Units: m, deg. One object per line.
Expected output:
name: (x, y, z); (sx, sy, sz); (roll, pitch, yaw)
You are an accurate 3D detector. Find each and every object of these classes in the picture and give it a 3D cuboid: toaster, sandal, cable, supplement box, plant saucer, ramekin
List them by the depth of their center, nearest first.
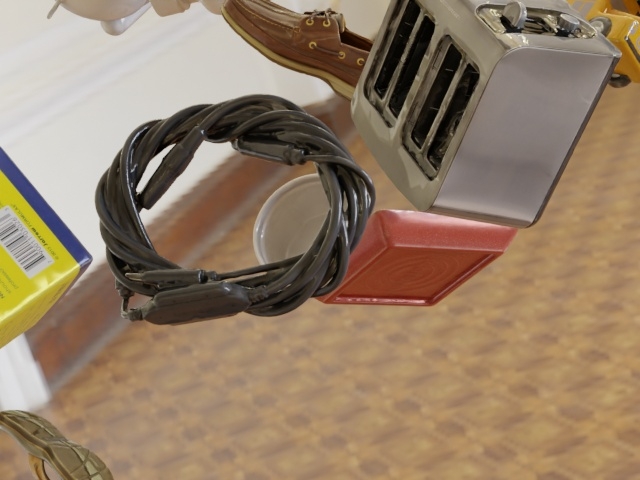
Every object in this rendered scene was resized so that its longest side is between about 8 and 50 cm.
cable: (-0.054, -0.023, 0.917); (0.184, 0.150, 0.047); (-12, -25, 14)
toaster: (0.117, -0.111, 1.074); (0.110, 0.185, 0.168); (6, 32, -28)
sandal: (-0.286, 0.239, 1.520); (0.180, 0.049, 0.072); (29, 9, 34)
supplement box: (-0.488, 0.075, 1.716); (0.356, 0.195, 0.194); (-39, -1, -39)
plant saucer: (0.133, 0.037, 2.111); (0.259, 0.047, 0.258); (2, -27, -31)
ramekin: (0.000, 0.000, 2.425); (0.207, 0.109, 0.207); (-10, 62, 20)

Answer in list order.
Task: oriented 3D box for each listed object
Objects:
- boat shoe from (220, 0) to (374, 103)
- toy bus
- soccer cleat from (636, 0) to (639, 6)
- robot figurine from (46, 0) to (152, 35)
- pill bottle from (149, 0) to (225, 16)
boat shoe: (0.000, -0.175, 1.230); (0.178, 0.060, 0.064); (28, 28, -5)
toy bus: (0.370, -0.329, 2.165); (0.333, 0.108, 0.130); (18, 67, 47)
soccer cleat: (0.501, -0.363, 2.106); (0.072, 0.060, 0.179); (7, -8, 17)
robot figurine: (-0.280, -0.445, 2.051); (0.200, 0.300, 0.353); (19, 42, 24)
pill bottle: (-0.093, -0.377, 1.816); (0.272, 0.152, 0.152); (-16, 16, 8)
